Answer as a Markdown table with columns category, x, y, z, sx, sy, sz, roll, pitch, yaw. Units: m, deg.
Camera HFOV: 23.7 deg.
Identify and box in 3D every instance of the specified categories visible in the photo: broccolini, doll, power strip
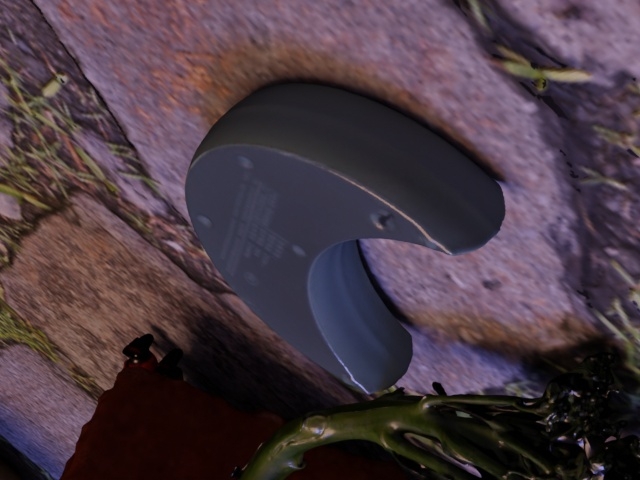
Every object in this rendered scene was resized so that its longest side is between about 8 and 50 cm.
| category | x | y | z | sx | sy | sz | roll | pitch | yaw |
| --- | --- | --- | --- | --- | --- | --- | --- | --- | --- |
| broccolini | 0.052 | 0.133 | 0.757 | 0.271 | 0.062 | 0.123 | -16 | 83 | 45 |
| doll | -0.088 | 0.133 | 1.027 | 0.109 | 0.057 | 0.169 | 17 | 149 | 34 |
| power strip | 0.000 | 0.000 | 0.704 | 0.137 | 0.044 | 0.216 | 35 | 154 | 4 |

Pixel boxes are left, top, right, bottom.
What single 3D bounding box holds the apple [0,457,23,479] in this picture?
| category | x | y | z | sx | sy | sz | roll | pitch | yaw |
| --- | --- | --- | --- | --- | --- | --- | --- | --- | --- |
| apple | -0.447 | 0.351 | 1.478 | 0.391 | 0.391 | 0.346 | 37 | 117 | 1 |

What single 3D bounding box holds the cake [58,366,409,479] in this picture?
| category | x | y | z | sx | sy | sz | roll | pitch | yaw |
| --- | --- | --- | --- | --- | --- | --- | --- | --- | --- |
| cake | -0.072 | 0.290 | 0.939 | 0.269 | 0.270 | 0.319 | 24 | 145 | 3 |
